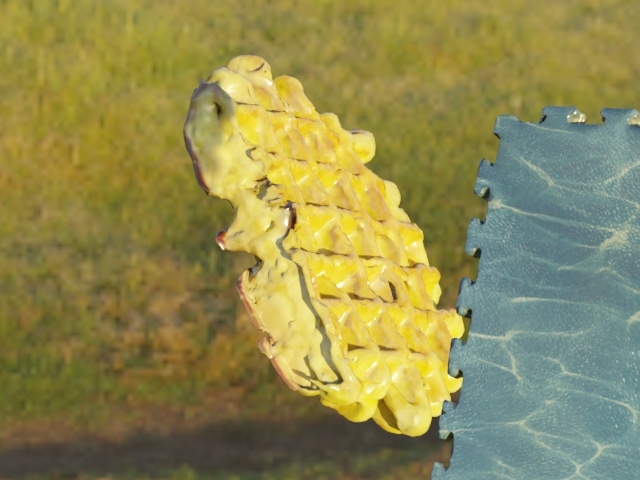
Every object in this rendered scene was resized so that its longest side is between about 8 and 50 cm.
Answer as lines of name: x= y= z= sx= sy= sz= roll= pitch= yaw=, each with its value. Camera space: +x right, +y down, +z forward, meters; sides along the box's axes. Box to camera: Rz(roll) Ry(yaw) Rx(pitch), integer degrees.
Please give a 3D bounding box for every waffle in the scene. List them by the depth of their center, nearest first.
waffle: x=-0.001 y=0.001 z=1.190 sx=0.065 sy=0.283 sz=0.309 roll=-36 pitch=22 yaw=23

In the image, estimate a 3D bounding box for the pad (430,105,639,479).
pad: x=0.151 y=0.090 z=0.476 sx=0.269 sy=0.269 sz=0.012 roll=2 pitch=-13 yaw=27
